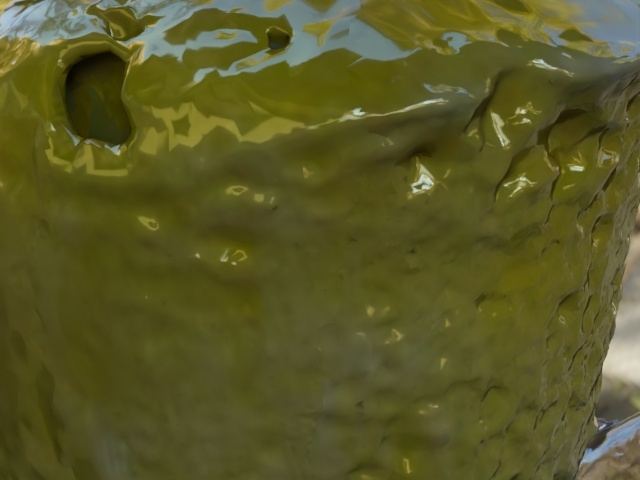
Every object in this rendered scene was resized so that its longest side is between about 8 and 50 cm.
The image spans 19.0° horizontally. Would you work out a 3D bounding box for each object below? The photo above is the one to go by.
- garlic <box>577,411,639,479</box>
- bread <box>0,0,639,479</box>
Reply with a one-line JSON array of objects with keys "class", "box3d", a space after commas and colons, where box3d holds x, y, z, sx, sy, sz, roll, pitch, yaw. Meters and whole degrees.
[{"class": "garlic", "box3d": [0.217, 0.208, 1.071, 0.132, 0.279, 0.325, 24, 9, -31]}, {"class": "bread", "box3d": [-0.003, -0.002, 0.484, 0.197, 0.197, 0.170, 21, -63, 52]}]
